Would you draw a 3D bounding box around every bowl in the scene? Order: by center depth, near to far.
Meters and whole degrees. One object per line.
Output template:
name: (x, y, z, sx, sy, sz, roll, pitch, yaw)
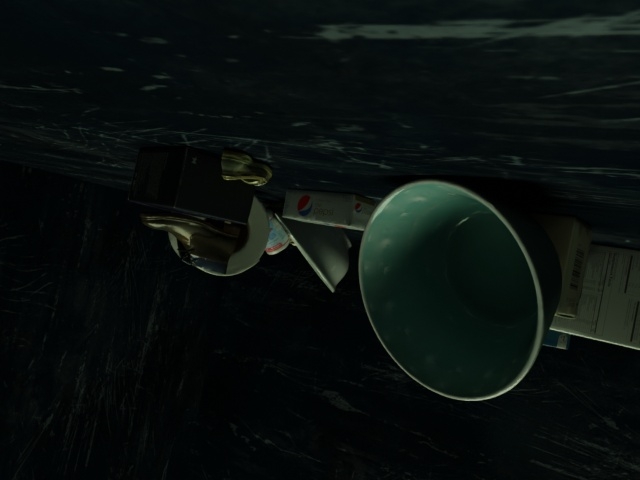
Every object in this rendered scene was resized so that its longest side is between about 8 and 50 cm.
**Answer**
bowl: (0.219, 0.057, 0.767, 0.163, 0.311, 0.312, -12, -166, -38)
bowl: (0.000, 0.000, 1.575, 0.298, 0.134, 0.298, 54, 177, 4)

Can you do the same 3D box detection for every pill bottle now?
pill bottle: (-0.170, -0.041, 1.654, 0.087, 0.087, 0.160, 9, 135, 60)

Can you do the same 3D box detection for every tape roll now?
tape roll: (-0.282, -0.033, 1.433, 0.246, 0.246, 0.169, 12, 179, -27)

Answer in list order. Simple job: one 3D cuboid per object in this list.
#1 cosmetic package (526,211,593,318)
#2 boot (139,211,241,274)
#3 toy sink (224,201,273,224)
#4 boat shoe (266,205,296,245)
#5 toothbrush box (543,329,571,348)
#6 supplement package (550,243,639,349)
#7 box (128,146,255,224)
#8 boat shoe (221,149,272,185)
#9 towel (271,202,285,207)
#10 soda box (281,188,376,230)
cosmetic package: (0.291, 0.027, 0.923, 0.309, 0.160, 0.113, 9, 176, 41)
boot: (-0.255, 0.005, 1.021, 0.219, 0.106, 0.082, 12, 179, -44)
toy sink: (-0.203, -0.064, 1.872, 0.153, 0.131, 0.234, 11, 179, 43)
boat shoe: (-0.081, -0.037, 1.810, 0.324, 0.116, 0.123, 13, -165, -39)
toothbrush box: (0.775, 0.214, 1.848, 0.216, 0.295, 0.126, 11, 180, -8)
supplement package: (0.615, 0.118, 1.145, 0.263, 0.198, 0.199, 10, 178, 32)
box: (-0.242, -0.103, 0.979, 0.153, 0.108, 0.207, 13, 178, -41)
boat shoe: (-0.124, -0.112, 0.870, 0.056, 0.048, 0.153, 11, 179, 11)
towel: (-0.071, -0.101, 1.690, 0.152, 0.023, 0.113, 15, 175, -30)
soda box: (0.014, -0.069, 1.142, 0.074, 0.069, 0.216, 12, 180, -44)
